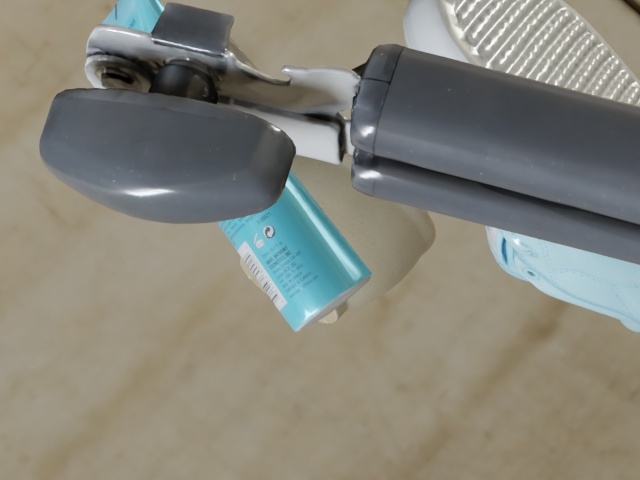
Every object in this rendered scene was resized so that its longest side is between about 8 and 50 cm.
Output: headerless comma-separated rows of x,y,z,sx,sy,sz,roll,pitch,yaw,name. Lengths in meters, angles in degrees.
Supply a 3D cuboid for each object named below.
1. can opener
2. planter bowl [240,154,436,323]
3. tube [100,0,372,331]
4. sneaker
0.030,-0.023,0.690,0.076,0.283,0.095,84,23,-66,can opener
0.000,0.000,1.445,0.109,0.162,0.162,-56,178,-18,planter bowl
-0.054,-0.047,0.939,0.052,0.207,0.080,-33,174,-39,tube
0.146,-0.028,1.074,0.150,0.366,0.135,-29,-137,30,sneaker
